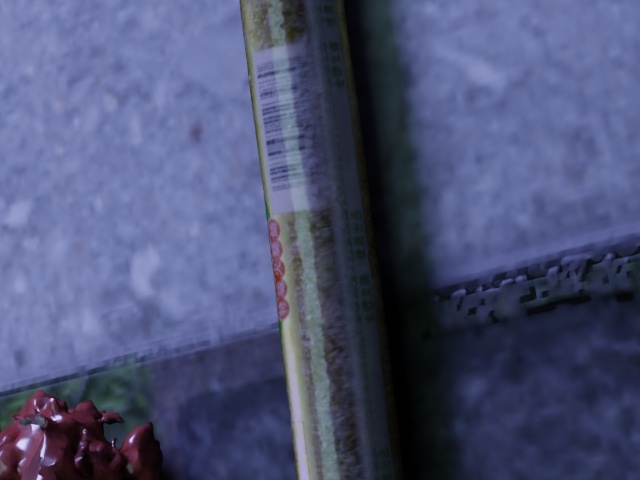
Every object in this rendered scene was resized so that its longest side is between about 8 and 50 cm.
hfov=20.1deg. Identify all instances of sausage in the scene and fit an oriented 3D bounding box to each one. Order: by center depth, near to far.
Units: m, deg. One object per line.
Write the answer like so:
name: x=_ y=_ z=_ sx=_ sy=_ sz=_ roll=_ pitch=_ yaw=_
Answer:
sausage: x=0.000 y=0.000 z=0.534 sx=0.033 sy=0.033 sz=0.269 roll=-10 pitch=86 yaw=38

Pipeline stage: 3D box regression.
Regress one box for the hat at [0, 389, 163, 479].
hat: x=-0.141 y=0.169 z=0.602 sx=0.286 sy=0.107 sz=0.236 roll=-58 pitch=44 yaw=21
